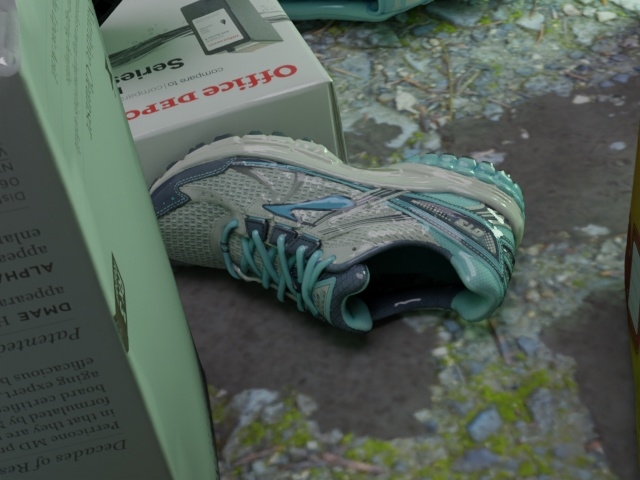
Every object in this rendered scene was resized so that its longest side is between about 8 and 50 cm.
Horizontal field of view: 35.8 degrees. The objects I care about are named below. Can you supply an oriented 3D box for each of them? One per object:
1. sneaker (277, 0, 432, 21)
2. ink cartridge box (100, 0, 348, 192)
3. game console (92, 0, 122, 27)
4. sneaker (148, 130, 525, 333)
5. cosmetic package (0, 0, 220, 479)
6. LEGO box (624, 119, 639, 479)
[{"bbox_3d":[0.101,-0.275,0.981,0.366,0.135,0.150,-8,49,15],"label":"sneaker"},{"bbox_3d":[-0.117,-0.132,0.857,0.199,0.114,0.272,-19,43,-10],"label":"ink cartridge box"},{"bbox_3d":[-0.237,-0.164,0.808,0.361,0.044,0.213,-40,44,28],"label":"game console"},{"bbox_3d":[0.000,0.000,0.699,0.283,0.110,0.122,1,46,11],"label":"sneaker"},{"bbox_3d":[-0.155,0.034,0.483,0.156,0.385,0.217,-13,44,-2],"label":"cosmetic package"},{"bbox_3d":[0.335,0.079,0.413,0.373,0.193,0.500,3,31,12],"label":"LEGO box"}]
